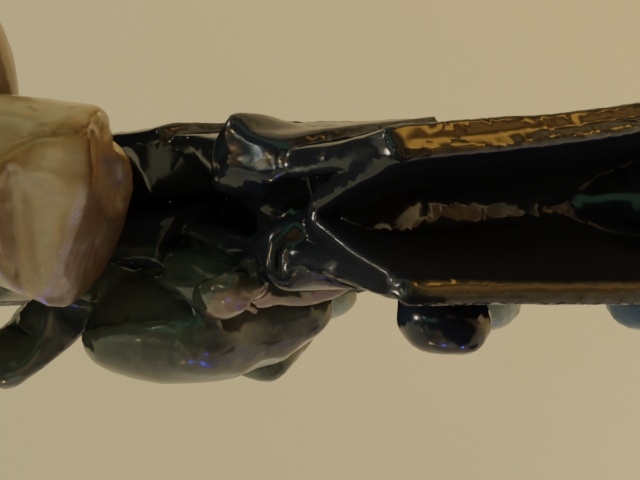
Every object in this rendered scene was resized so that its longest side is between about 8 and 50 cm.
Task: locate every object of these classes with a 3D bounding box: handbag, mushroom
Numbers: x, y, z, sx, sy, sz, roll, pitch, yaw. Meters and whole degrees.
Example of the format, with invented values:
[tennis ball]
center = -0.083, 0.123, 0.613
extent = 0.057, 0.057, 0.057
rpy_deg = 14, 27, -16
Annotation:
[handbag]
center = 0.000, 0.000, 0.711
extent = 0.269, 0.326, 0.118
rpy_deg = -4, -90, -36
[mushroom]
center = -0.168, -0.028, 0.628
extent = 0.204, 0.204, 0.204
rpy_deg = 5, -109, -16
